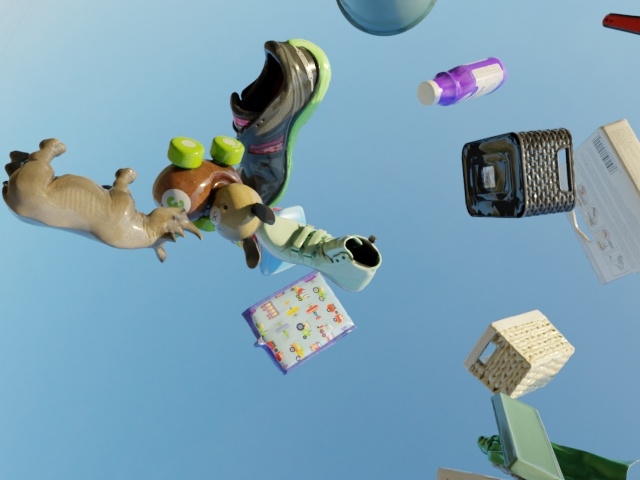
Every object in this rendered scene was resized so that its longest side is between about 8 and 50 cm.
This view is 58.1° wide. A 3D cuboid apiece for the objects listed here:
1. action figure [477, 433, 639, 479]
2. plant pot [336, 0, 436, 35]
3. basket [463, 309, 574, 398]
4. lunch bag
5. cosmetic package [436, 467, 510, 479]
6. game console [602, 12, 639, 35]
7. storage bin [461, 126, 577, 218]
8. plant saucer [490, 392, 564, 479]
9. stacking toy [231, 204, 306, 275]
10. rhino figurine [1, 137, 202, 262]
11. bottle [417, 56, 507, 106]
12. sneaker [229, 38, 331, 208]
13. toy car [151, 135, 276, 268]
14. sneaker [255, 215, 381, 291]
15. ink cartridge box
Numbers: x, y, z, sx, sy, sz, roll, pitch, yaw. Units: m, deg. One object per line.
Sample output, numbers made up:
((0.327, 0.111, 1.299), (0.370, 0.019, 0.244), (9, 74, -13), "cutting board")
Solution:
((0.344, 0.350, 0.891), (0.137, 0.063, 0.232), (-28, -156, -34), "action figure")
((0.173, -0.793, 1.645), (0.341, 0.341, 0.334), (-23, -178, 15), "plant pot")
((0.364, 0.209, 1.047), (0.103, 0.167, 0.113), (47, -52, 35), "basket")
((-0.077, 0.252, 1.725), (0.293, 0.221, 0.138), (-24, 165, -41), "lunch bag")
((0.466, 0.581, 1.149), (0.230, 0.454, 0.161), (-22, -128, 56), "cosmetic package")
((0.854, -0.419, 1.238), (0.387, 0.060, 0.342), (-4, -154, -33), "game console")
((0.295, -0.099, 0.879), (0.085, 0.121, 0.180), (-7, -175, -13), "storage bin")
((0.247, 0.236, 0.695), (0.067, 0.192, 0.018), (25, -77, 7), "plant saucer")
((-0.196, -0.033, 1.603), (0.302, 0.175, 0.166), (20, -152, 40), "stacking toy")
((-0.259, -0.038, 0.700), (0.073, 0.243, 0.106), (-49, -148, 36), "rhino figurine")
((0.387, -0.430, 1.584), (0.283, 0.092, 0.118), (-23, 174, -32), "bottle")
((-0.153, -0.266, 1.410), (0.185, 0.202, 0.482), (39, -66, 44), "sneaker")
((-0.145, -0.044, 0.861), (0.188, 0.149, 0.155), (40, -57, 29), "toy car")
((0.001, 0.000, 1.126), (0.094, 0.256, 0.151), (-65, -176, -28), "sneaker")
((0.635, -0.072, 1.248), (0.066, 0.261, 0.296), (-19, -104, -8), "ink cartridge box")
